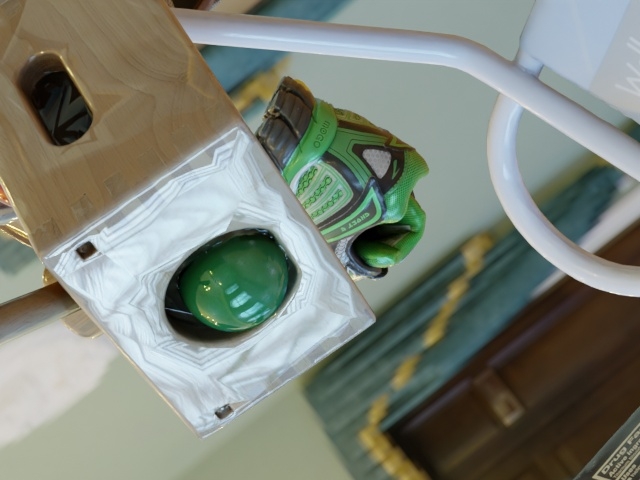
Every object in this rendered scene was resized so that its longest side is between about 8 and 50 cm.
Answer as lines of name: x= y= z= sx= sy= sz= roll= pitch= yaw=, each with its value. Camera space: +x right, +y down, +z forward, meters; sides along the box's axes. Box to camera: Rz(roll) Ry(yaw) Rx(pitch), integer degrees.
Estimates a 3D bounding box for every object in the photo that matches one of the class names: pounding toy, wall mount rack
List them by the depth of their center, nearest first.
pounding toy: x=-0.062 y=-0.005 z=0.560 sx=0.141 sy=0.100 sz=0.130 roll=56 pitch=180 yaw=43
wall mount rack: x=0.078 y=-0.105 z=0.599 sx=0.304 sy=0.350 sz=0.130 roll=32 pitch=-135 yaw=13

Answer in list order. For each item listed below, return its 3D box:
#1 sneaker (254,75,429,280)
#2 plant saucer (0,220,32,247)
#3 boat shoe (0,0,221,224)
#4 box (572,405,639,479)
sneaker: x=0.000 y=0.000 z=1.456 sx=0.146 sy=0.134 sz=0.343 roll=26 pitch=161 yaw=3
plant saucer: x=-0.213 y=-0.039 z=1.318 sx=0.198 sy=0.036 sz=0.199 roll=26 pitch=157 yaw=12
boat shoe: x=-0.146 y=-0.131 z=1.099 sx=0.123 sy=0.116 sz=0.324 roll=41 pitch=-137 yaw=-9
box: x=0.373 y=0.137 z=1.173 sx=0.183 sy=0.296 sz=0.294 roll=49 pitch=167 yaw=-15
